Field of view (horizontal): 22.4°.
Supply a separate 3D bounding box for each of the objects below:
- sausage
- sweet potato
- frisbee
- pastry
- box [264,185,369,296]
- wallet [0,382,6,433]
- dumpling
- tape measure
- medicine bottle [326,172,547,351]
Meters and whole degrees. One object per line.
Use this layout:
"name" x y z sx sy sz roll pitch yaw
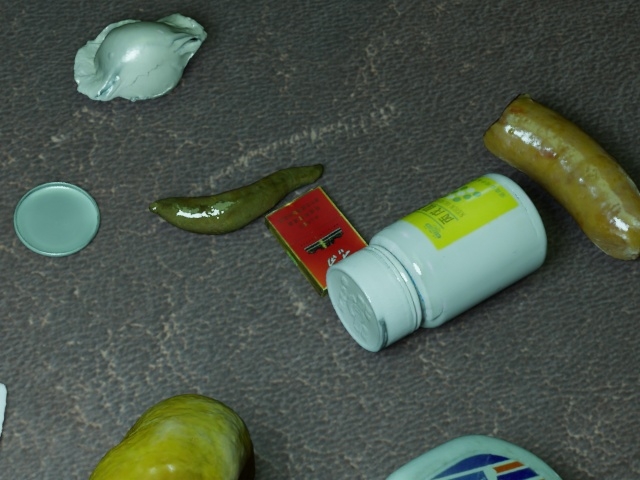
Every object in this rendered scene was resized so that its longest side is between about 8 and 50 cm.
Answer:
"sausage" 0.338 -0.081 2.134 0.109 0.109 0.270 -35 69 -24
"sweet potato" -0.099 -0.049 2.087 0.249 0.059 0.069 -17 51 -21
"frisbee" -0.337 -0.026 2.068 0.110 0.014 0.110 3 60 -6
"pastry" -0.175 0.327 1.707 0.164 0.356 0.356 14 59 10
"box" 0.000 0.000 2.088 0.090 0.023 0.133 -30 67 -19
"wallet" -0.465 0.211 1.903 0.183 0.032 0.124 5 62 -5
"dumpling" -0.245 -0.249 2.166 0.188 0.108 0.127 -28 40 -6
"tape measure" 0.189 0.347 1.840 0.243 0.125 0.246 -8 55 -31
"medicine bottle" 0.145 0.029 2.019 0.258 0.143 0.143 -29 67 -21
